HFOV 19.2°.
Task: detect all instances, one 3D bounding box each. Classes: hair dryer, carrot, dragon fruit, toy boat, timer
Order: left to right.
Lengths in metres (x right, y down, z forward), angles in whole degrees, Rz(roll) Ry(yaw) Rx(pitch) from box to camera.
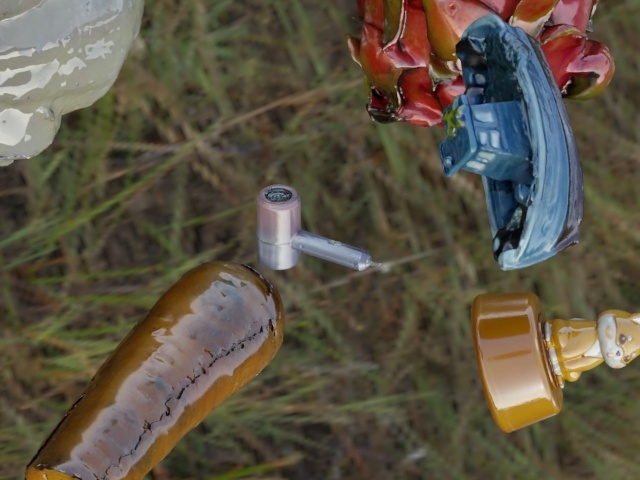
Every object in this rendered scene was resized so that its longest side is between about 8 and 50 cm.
[{"bbox_3d":[-0.068,0.063,0.787,0.055,0.055,0.161,58,40,-12],"label":"carrot"},{"bbox_3d":[0.000,0.000,1.526,0.037,0.114,0.063,-45,146,-46],"label":"hair dryer"},{"bbox_3d":[0.138,-0.203,1.541,0.228,0.307,0.243,-7,91,-11],"label":"dragon fruit"},{"bbox_3d":[0.089,-0.048,0.934,0.061,0.060,0.137,0,66,-24],"label":"toy boat"},{"bbox_3d":[0.228,0.100,1.748,0.132,0.152,0.132,-13,90,-76],"label":"timer"}]

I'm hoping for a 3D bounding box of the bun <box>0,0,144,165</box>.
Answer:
[{"bbox_3d":[-0.220,-0.157,0.967,0.281,0.281,0.205,48,34,-19],"label":"bun"}]
